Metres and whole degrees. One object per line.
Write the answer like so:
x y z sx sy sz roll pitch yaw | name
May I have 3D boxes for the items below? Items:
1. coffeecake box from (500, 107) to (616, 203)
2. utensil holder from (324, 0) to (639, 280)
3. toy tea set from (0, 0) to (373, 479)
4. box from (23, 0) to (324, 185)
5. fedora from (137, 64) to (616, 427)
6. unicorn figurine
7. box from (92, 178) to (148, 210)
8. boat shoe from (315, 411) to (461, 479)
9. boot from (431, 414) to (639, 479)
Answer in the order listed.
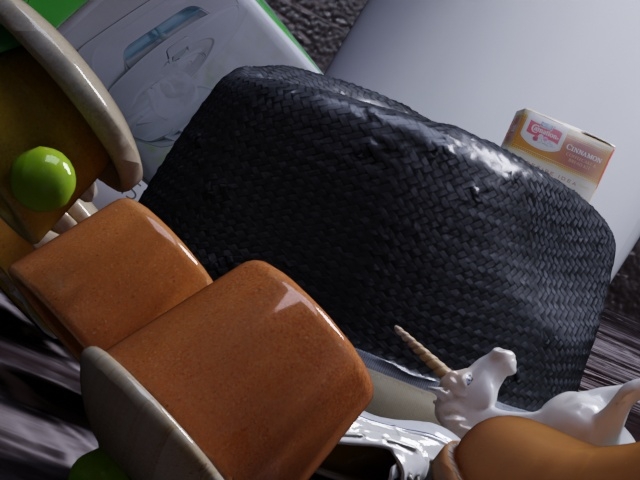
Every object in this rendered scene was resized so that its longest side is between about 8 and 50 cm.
0.129 0.006 1.336 0.068 0.185 0.142 24 4 2 | coffeecake box
0.177 -0.138 1.711 0.328 0.385 0.327 32 -4 3 | utensil holder
-0.123 0.008 0.684 0.200 0.124 0.336 54 -14 -25 | toy tea set
-0.131 -0.161 1.156 0.262 0.127 0.231 53 6 36 | box
0.032 0.010 0.979 0.334 0.152 0.334 23 5 -2 | fedora
0.120 0.086 0.833 0.162 0.111 0.060 58 11 -17 | unicorn figurine
-0.082 -0.025 1.448 0.232 0.058 0.322 24 5 -3 | box
0.025 0.090 0.786 0.100 0.035 0.035 26 30 -32 | boat shoe
0.174 0.058 0.676 0.109 0.220 0.283 20 5 -36 | boot
